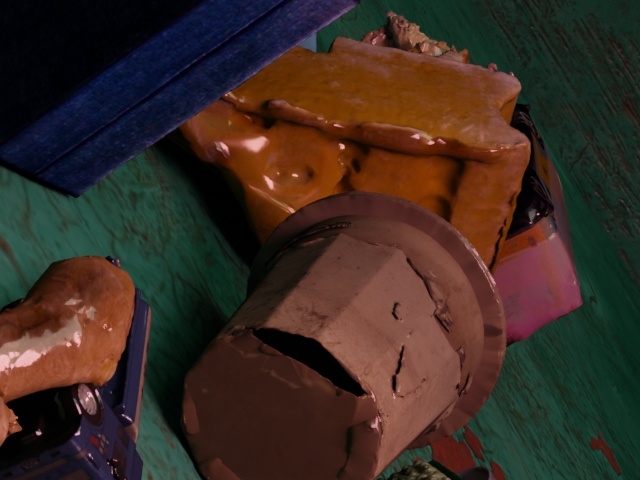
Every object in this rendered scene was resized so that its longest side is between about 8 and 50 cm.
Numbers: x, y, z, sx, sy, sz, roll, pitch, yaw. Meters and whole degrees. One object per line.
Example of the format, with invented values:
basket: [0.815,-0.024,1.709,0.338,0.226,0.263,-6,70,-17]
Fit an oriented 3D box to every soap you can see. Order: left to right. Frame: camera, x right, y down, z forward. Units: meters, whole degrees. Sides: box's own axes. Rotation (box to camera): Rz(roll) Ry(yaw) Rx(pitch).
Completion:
soap: [0.000,0.000,1.397,0.304,0.339,0.169,10,35,-3]

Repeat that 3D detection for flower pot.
flower pot: [0.011,0.089,1.118,0.212,0.212,0.202,57,25,-4]

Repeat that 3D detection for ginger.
ginger: [-0.179,0.039,0.798,0.133,0.059,0.214,46,39,7]

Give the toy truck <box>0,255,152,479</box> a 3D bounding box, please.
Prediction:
toy truck: [-0.144,0.084,0.925,0.088,0.074,0.202,58,15,-30]

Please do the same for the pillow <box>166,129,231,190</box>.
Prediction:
pillow: [-0.087,-0.124,1.427,0.208,0.052,0.212,39,28,-44]

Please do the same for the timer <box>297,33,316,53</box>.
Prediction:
timer: [-0.096,-0.263,1.642,0.232,0.091,0.250,40,38,-46]

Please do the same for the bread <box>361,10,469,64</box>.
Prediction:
bread: [0.074,-0.095,1.616,0.314,0.171,0.192,-73,157,-59]

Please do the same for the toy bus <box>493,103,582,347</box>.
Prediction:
toy bus: [0.211,-0.021,1.890,0.162,0.171,0.386,63,15,-20]

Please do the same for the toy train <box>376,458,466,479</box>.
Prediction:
toy train: [0.075,0.244,1.088,0.154,0.115,0.269,61,-3,2]

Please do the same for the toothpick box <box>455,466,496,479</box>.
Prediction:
toothpick box: [0.142,0.277,1.299,0.153,0.101,0.101,56,18,-9]

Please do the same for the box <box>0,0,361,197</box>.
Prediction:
box: [-0.142,-0.219,1.098,0.116,0.261,0.279,25,38,-56]
